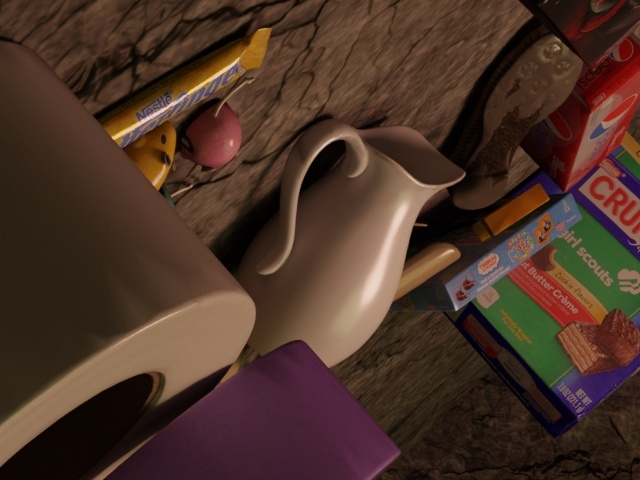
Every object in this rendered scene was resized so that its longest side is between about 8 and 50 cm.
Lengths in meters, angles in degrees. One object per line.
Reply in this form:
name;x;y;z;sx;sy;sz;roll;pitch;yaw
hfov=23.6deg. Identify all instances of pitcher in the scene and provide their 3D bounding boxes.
pitcher;0.000;0.000;1.230;0.178;0.125;0.207;14;114;-49

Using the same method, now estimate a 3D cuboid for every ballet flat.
ballet flat;0.175;-0.123;1.450;0.084;0.058;0.250;1;144;-16

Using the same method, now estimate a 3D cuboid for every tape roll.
tape roll;-0.083;0.179;0.868;0.275;0.090;0.275;-42;172;-8
tape roll;-0.176;0.048;0.733;0.246;0.169;0.246;-40;167;-11

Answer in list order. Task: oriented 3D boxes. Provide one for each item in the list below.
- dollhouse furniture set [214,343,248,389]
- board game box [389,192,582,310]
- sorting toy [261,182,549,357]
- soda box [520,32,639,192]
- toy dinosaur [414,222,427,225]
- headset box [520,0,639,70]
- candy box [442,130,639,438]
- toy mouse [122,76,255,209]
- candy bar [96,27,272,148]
dollhouse furniture set;-0.129;0.117;1.429;0.081;0.091;0.114;19;100;-29
board game box;0.162;0.014;1.694;0.211;0.039;0.160;-34;-163;-32
sorting toy;0.069;0.032;1.456;0.307;0.041;0.229;-33;178;0
soda box;0.266;-0.140;1.573;0.092;0.083;0.263;-40;166;-7
toy dinosaur;0.018;0.014;1.466;0.183;0.053;0.092;-33;-179;-3
headset box;0.211;-0.242;1.037;0.218;0.110;0.293;-45;166;10
candy box;0.335;0.044;1.944;0.317;0.268;0.122;-38;170;-18
toy mouse;-0.094;-0.038;0.989;0.161;0.031;0.143;-42;167;-2
candy bar;-0.093;-0.079;0.896;0.161;0.018;0.040;-36;165;-28
